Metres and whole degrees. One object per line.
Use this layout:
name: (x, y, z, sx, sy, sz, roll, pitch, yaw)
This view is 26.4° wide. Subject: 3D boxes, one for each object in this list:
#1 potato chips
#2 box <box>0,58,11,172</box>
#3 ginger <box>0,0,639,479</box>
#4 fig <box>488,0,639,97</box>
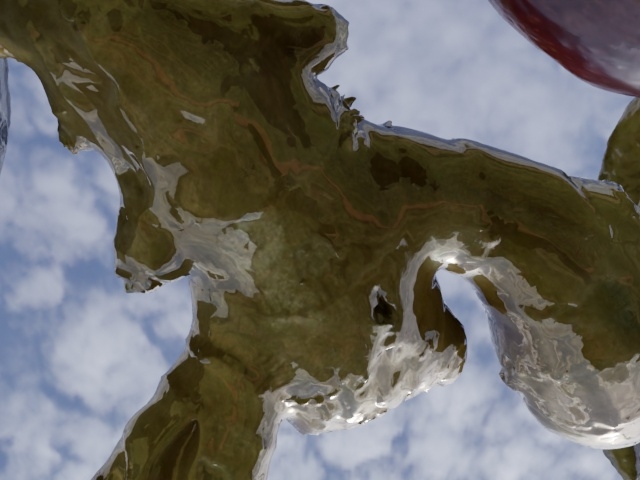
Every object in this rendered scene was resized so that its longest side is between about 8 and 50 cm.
potato chips: (0.277, 0.046, 1.239, 0.080, 0.057, 0.407, 8, -76, 24)
box: (-0.190, -0.122, 0.597, 0.058, 0.350, 0.211, 4, -138, -1)
ginger: (0.018, 0.001, 0.659, 0.363, 0.348, 0.122, -16, -157, -9)
fig: (0.103, -0.154, 0.501, 0.207, 0.175, 0.175, 25, -115, -6)
